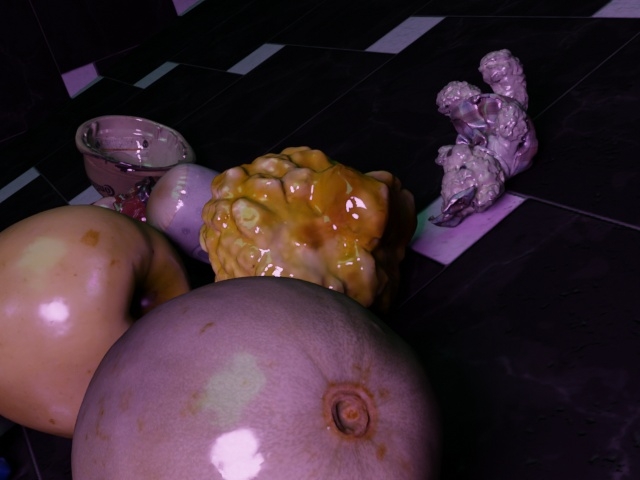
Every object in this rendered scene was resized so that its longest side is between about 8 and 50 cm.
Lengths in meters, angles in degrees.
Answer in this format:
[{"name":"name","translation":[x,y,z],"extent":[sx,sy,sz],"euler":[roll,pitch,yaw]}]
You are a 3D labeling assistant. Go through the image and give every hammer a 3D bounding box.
[{"name":"hammer","translation":[-0.158,-0.005,1.104],"extent":[0.305,0.202,0.113],"euler":[-18,51,60]}]

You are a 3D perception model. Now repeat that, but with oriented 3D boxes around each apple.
[{"name":"apple","translation":[-0.262,0.088,0.914],"extent":[0.262,0.262,0.262],"euler":[-25,28,14]}]

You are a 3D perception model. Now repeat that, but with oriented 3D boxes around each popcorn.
[{"name":"popcorn","translation":[0.000,0.000,0.872],"extent":[0.251,0.205,0.237],"euler":[-20,7,-15]}]

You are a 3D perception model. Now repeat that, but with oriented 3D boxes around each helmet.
[{"name":"helmet","translation":[-0.329,-0.116,1.473],"extent":[0.204,0.137,0.257],"euler":[0,26,-24]}]

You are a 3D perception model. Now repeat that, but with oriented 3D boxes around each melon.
[{"name":"melon","translation":[-0.046,0.149,0.592],"extent":[0.272,0.271,0.308],"euler":[-34,-4,-4]}]

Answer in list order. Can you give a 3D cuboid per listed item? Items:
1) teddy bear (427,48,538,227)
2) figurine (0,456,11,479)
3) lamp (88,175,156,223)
[{"name":"teddy bear","translation":[0.191,-0.100,0.960],"extent":[0.133,0.111,0.213],"euler":[-28,43,57]},{"name":"figurine","translation":[-0.416,0.168,1.031],"extent":[0.205,0.283,0.338],"euler":[2,40,-21]},{"name":"lamp","translation":[-0.354,-0.006,1.340],"extent":[0.253,0.118,0.118],"euler":[-26,27,9]}]
